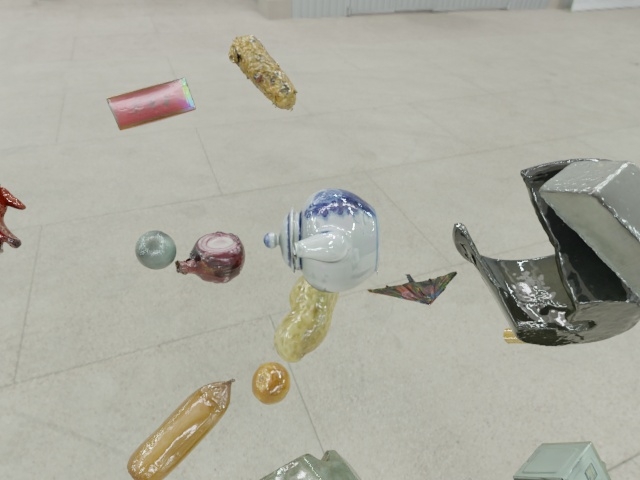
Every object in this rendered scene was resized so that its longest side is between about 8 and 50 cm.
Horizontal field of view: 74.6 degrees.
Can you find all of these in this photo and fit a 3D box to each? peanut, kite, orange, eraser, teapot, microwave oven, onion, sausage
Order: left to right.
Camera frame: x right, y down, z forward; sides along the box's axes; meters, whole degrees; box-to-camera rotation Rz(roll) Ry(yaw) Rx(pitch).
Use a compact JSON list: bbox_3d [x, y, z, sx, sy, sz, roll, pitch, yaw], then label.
[{"bbox_3d":[-0.348,0.484,1.097,0.112,0.112,0.328,34,69,33],"label":"sausage"},{"bbox_3d":[-0.313,0.067,1.197,0.198,0.136,0.173,-28,33,-31],"label":"onion"},{"bbox_3d":[-0.180,0.532,1.564,0.154,0.134,0.155,-22,51,30],"label":"orange"},{"bbox_3d":[-0.034,0.207,1.222,0.146,0.147,0.306,12,62,11],"label":"peanut"},{"bbox_3d":[0.000,0.000,1.026,0.279,0.253,0.424,0,6,1],"label":"teapot"},{"bbox_3d":[0.330,0.170,1.444,0.320,0.234,0.016,-14,51,29],"label":"kite"},{"bbox_3d":[0.846,0.905,1.403,0.286,0.218,0.355,-14,75,-38],"label":"microwave oven"},{"bbox_3d":[0.489,0.016,0.608,0.111,0.077,0.353,-33,75,-21],"label":"eraser"}]

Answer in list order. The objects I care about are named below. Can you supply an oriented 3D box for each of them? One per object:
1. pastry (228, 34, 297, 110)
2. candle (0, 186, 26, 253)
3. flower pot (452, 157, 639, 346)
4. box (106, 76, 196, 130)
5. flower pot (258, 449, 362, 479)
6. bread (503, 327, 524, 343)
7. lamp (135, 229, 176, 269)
[{"bbox_3d":[-0.090,-0.271,0.675,0.140,0.056,0.080,45,16,-2],"label":"pastry"},{"bbox_3d":[-0.482,-0.104,0.503,0.059,0.302,0.084,-20,24,47],"label":"candle"},{"bbox_3d":[0.480,0.057,0.831,0.378,0.380,0.251,1,55,-2],"label":"flower pot"},{"bbox_3d":[-0.258,-0.210,0.653,0.112,0.048,0.175,-21,23,-12],"label":"box"},{"bbox_3d":[0.017,0.360,0.379,0.290,0.291,0.259,-21,43,-27],"label":"flower pot"},{"bbox_3d":[0.612,0.295,1.304,0.103,0.049,0.062,0,-6,7],"label":"bread"},{"bbox_3d":[-0.435,0.025,1.113,0.105,0.105,0.105,2,39,-2],"label":"lamp"}]
